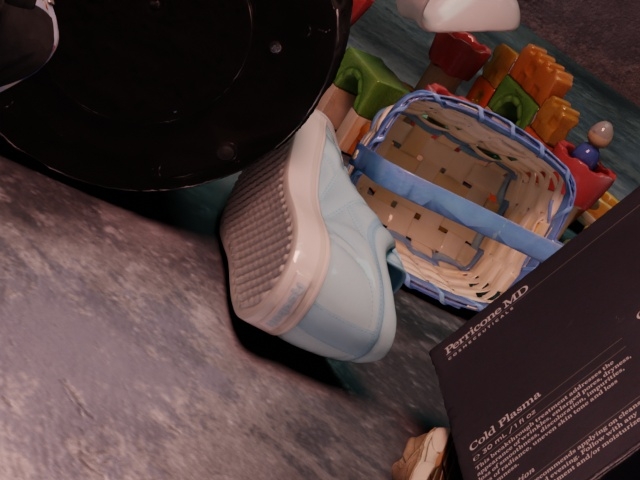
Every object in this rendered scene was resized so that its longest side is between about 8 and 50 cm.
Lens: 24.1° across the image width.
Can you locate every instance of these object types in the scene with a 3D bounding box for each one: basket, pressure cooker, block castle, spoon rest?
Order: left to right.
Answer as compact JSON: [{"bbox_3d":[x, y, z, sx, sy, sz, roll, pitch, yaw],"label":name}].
[{"bbox_3d":[-0.162,-0.289,1.408,0.375,0.370,0.420,56,16,-33],"label":"pressure cooker"},{"bbox_3d":[0.164,-0.183,1.934,0.303,0.213,0.453,20,22,-31],"label":"block castle"},{"bbox_3d":[0.163,-0.303,1.868,0.137,0.084,0.276,38,19,20],"label":"spoon rest"},{"bbox_3d":[0.139,-0.039,1.543,0.255,0.201,0.289,26,8,-18],"label":"basket"}]

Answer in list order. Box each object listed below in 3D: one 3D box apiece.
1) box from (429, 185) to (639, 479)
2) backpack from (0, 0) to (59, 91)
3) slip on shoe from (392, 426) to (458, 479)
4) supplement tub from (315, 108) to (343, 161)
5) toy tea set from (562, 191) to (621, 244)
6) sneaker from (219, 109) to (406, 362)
[{"bbox_3d":[0.281,0.110,1.131,0.179,0.343,0.312,46,15,-20],"label":"box"},{"bbox_3d":[-0.329,-0.206,1.078,0.213,0.276,0.263,24,44,-77],"label":"backpack"},{"bbox_3d":[0.075,0.184,1.152,0.041,0.051,0.135,-5,21,17],"label":"slip on shoe"},{"bbox_3d":[-0.014,-0.100,1.672,0.071,0.071,0.107,26,20,-17],"label":"supplement tub"},{"bbox_3d":[0.418,-0.041,2.083,0.200,0.124,0.336,48,24,25],"label":"toy tea set"},{"bbox_3d":[0.000,0.000,1.384,0.150,0.135,0.366,33,26,-19],"label":"sneaker"}]
